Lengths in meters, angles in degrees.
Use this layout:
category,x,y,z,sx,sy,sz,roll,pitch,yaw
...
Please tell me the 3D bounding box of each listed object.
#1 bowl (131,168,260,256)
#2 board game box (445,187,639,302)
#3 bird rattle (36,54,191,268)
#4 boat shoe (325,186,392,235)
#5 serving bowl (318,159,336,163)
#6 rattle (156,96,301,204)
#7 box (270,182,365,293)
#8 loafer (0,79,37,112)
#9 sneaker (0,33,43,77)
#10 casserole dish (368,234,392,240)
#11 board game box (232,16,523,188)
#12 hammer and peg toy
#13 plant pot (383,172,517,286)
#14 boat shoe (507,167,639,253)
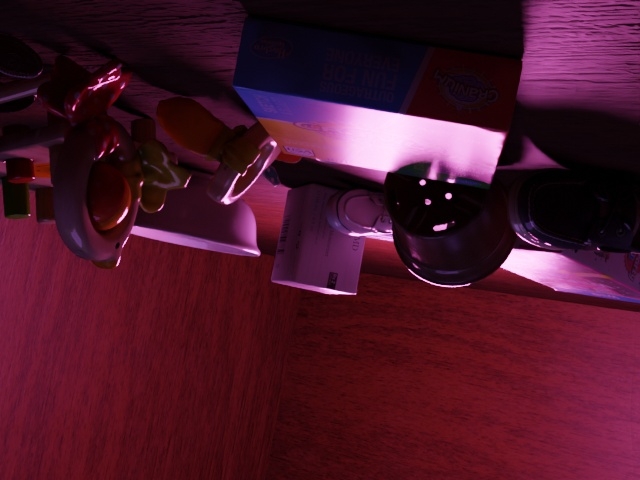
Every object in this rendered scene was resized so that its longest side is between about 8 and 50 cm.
category,x,y,z,sx,sy,sz,roll,pitch,yaw
bowl,-0.249,-0.062,2.092,0.297,0.134,0.298,12,175,1
board game box,0.370,0.009,1.630,0.303,0.098,0.224,20,172,-41
bird rattle,-0.246,-0.082,1.244,0.143,0.207,0.253,6,156,7
boat shoe,0.102,-0.052,1.844,0.075,0.083,0.226,-8,176,38
serving bowl,0.013,-0.120,1.447,0.083,0.027,0.083,12,175,1
rattle,-0.118,-0.129,1.419,0.142,0.130,0.199,21,-156,13
box,0.000,0.000,1.961,0.119,0.181,0.182,12,175,-16
loafer,-0.445,-0.198,1.459,0.148,0.050,0.056,-10,170,28
sneaker,-0.365,-0.205,1.205,0.118,0.042,0.067,19,170,-6
casserole dish,0.127,-0.024,2.272,0.188,0.037,0.114,10,175,23
board game box,0.061,-0.124,1.056,0.242,0.064,0.316,10,175,7
hammer and peg toy,-0.387,-0.113,1.449,0.265,0.127,0.361,-9,170,25
plant pot,0.154,-0.041,1.342,0.167,0.167,0.165,9,168,19
boat shoe,0.349,-0.033,1.307,0.285,0.103,0.092,10,172,-34
